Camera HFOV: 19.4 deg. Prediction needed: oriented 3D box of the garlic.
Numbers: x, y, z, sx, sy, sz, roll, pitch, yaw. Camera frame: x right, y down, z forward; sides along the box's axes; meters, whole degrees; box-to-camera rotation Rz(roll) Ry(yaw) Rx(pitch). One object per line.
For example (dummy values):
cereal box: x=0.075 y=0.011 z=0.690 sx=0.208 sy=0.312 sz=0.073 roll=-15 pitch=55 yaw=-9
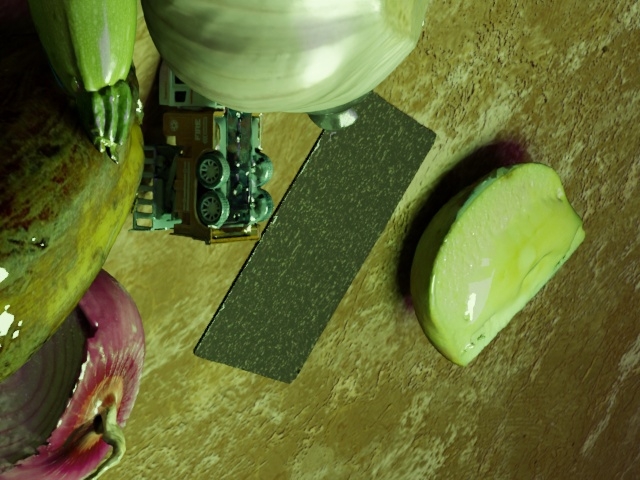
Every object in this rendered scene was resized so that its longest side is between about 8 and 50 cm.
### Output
garlic: x=-0.028 y=-0.255 z=1.501 sx=0.317 sy=0.259 sz=0.317 roll=13 pitch=90 yaw=-81

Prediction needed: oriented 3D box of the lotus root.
lotus root: x=-0.249 y=-0.015 z=1.403 sx=0.397 sy=0.179 sz=0.196 roll=-54 pitch=135 yaw=-45

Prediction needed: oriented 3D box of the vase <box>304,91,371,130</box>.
vase: x=0.006 y=-0.161 z=1.781 sx=0.120 sy=0.120 sz=0.183 roll=-51 pitch=163 yaw=-11

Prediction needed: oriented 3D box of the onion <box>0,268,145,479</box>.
onion: x=-0.238 y=0.118 z=1.625 sx=0.200 sy=0.200 sz=0.207 roll=3 pitch=83 yaw=-57

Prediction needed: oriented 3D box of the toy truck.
toy truck: x=-0.108 y=-0.090 z=1.677 sx=0.080 sy=0.115 sz=0.177 roll=-4 pitch=99 yaw=-54

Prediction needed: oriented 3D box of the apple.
apple: x=0.186 y=0.001 z=2.188 sx=0.265 sy=0.120 sz=0.193 roll=-44 pitch=135 yaw=-27

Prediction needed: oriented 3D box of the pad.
pad: x=0.000 y=0.000 z=2.018 sx=0.330 sy=0.004 sz=0.220 roll=-59 pitch=150 yaw=3

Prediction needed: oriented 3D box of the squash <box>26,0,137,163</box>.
squash: x=-0.181 y=-0.224 z=1.366 sx=0.094 sy=0.094 sz=0.341 roll=-18 pitch=105 yaw=-48
